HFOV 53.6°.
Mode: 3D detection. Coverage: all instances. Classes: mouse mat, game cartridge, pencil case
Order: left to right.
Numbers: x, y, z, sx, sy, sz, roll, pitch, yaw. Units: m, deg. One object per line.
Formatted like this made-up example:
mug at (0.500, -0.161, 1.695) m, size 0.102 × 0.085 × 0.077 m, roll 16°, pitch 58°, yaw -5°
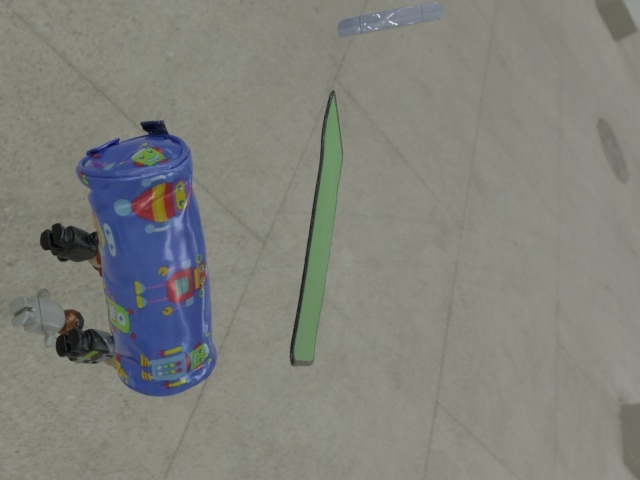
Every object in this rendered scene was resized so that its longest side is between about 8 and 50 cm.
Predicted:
pencil case at (-0.192, 0.028, 0.714) m, size 0.119 × 0.133 × 0.306 m, roll -33°, pitch 133°, yaw -43°
mouse mat at (0.000, 0.000, 0.481) m, size 0.152 × 0.007 × 0.190 m, roll 69°, pitch 28°, yaw -78°
game cartridge at (0.054, -0.177, 0.511) m, size 0.056 × 0.083 × 0.017 m, roll -94°, pitch 174°, yaw -71°

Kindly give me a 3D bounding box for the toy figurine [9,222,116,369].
toy figurine at (-0.374, 0.092, 1.044) m, size 0.148 × 0.213 × 0.210 m, roll 34°, pitch 75°, yaw -61°
